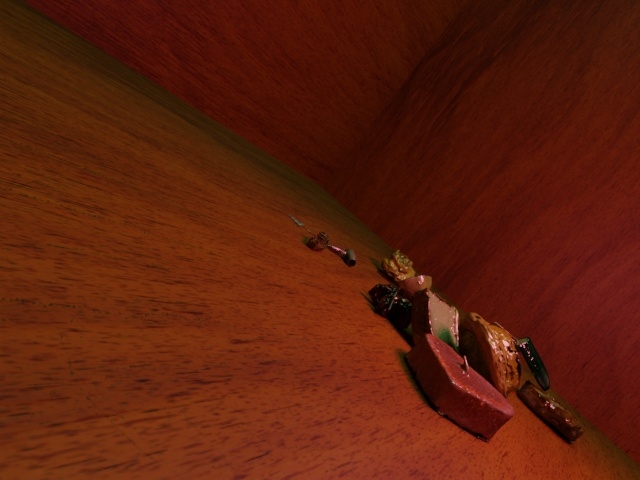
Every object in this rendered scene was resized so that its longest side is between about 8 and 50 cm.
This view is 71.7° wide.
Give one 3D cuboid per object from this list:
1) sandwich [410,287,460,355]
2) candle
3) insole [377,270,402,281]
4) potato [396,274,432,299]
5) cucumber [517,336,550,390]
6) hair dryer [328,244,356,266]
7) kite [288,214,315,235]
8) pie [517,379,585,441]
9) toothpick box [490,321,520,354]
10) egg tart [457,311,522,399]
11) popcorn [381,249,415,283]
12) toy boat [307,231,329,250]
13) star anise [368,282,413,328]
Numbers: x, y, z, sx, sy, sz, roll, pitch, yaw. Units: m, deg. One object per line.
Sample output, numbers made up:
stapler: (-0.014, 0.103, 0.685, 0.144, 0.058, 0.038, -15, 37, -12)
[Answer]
sandwich: (0.409, 0.308, 1.568, 0.251, 0.087, 0.227, 29, 51, -44)
candle: (0.370, 0.386, 1.218, 0.317, 0.131, 0.287, 43, 13, 29)
insole: (0.360, 0.186, 2.307, 0.152, 0.002, 0.053, 22, 2, 27)
potato: (0.495, 0.256, 2.262, 0.202, 0.182, 0.117, 37, 38, -64)
cucumber: (0.993, 0.568, 2.046, 0.115, 0.063, 0.244, 8, 55, -60)
hair dryer: (0.086, 0.055, 1.957, 0.154, 0.054, 0.106, 27, 16, -9)
kite: (-0.085, -0.070, 1.981, 0.156, 0.011, 0.139, 39, 12, 4)
pie: (1.040, 0.763, 1.999, 0.288, 0.103, 0.354, 42, 6, 21)
toothpick box: (0.849, 0.538, 2.128, 0.190, 0.188, 0.308, 42, 14, 16)
egg tart: (0.551, 0.389, 1.436, 0.341, 0.128, 0.342, 172, -90, -88)
popcorn: (0.429, 0.155, 2.406, 0.197, 0.155, 0.198, 43, 18, -18)
toy boat: (0.000, 0.000, 1.780, 0.064, 0.072, 0.206, 38, 9, 8)
star anise: (0.278, 0.228, 1.616, 0.190, 0.126, 0.220, 38, 6, -26)
